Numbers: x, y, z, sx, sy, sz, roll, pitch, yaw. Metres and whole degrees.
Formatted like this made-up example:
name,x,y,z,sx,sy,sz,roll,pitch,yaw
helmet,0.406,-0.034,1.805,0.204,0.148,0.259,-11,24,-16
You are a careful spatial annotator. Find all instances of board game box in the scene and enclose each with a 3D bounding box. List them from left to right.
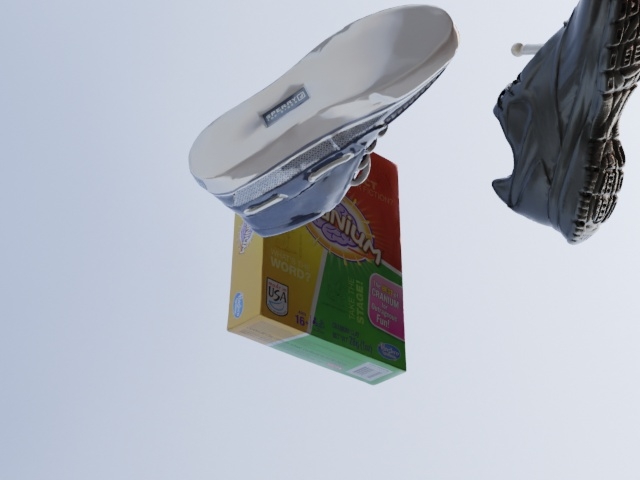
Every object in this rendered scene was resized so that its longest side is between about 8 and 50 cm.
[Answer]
name,x,y,z,sx,sy,sz,roll,pitch,yaw
board game box,0.000,0.000,1.364,0.242,0.064,0.316,24,-128,-36

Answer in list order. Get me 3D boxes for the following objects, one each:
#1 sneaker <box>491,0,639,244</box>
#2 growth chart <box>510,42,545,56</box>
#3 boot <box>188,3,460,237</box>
name,x,y,z,sx,sy,sz,roll,pitch,yaw
sneaker,0.229,-0.144,1.001,0.109,0.130,0.286,-11,-62,-51
growth chart,0.327,-0.230,1.190,0.237,0.172,0.021,-27,-67,-46
boot,0.014,-0.074,0.690,0.086,0.190,0.069,45,-158,-49
